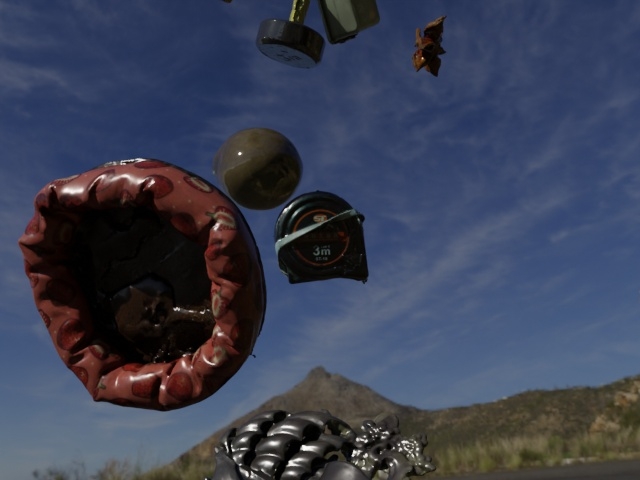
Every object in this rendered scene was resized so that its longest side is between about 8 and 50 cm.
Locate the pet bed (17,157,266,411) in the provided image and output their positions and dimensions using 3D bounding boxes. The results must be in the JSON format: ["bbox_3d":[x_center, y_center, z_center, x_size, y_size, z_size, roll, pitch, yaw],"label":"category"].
[{"bbox_3d":[-0.132,0.034,0.429,0.201,0.201,0.053,-11,10,18],"label":"pet bed"}]

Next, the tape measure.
[{"bbox_3d":[-0.001,-0.005,1.112,0.182,0.181,0.107,0,-2,-4],"label":"tape measure"}]

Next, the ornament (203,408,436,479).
[{"bbox_3d":[-0.015,0.273,0.666,0.251,0.260,0.106,10,-50,33],"label":"ornament"}]

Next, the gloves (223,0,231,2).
[{"bbox_3d":[-0.228,-0.660,1.236,0.203,0.155,0.356,-12,-11,12],"label":"gloves"}]

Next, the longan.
[{"bbox_3d":[-0.139,-0.159,1.281,0.196,0.196,0.220,11,-5,-30],"label":"longan"}]

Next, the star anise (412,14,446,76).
[{"bbox_3d":[0.372,-0.664,1.951,0.111,0.196,0.212,5,10,13],"label":"star anise"}]

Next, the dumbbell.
[{"bbox_3d":[-0.056,-0.701,1.704,0.204,0.322,0.204,15,-1,0],"label":"dumbbell"}]

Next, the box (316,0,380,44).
[{"bbox_3d":[0.063,-0.542,1.290,0.093,0.124,0.172,4,-58,41],"label":"box"}]
